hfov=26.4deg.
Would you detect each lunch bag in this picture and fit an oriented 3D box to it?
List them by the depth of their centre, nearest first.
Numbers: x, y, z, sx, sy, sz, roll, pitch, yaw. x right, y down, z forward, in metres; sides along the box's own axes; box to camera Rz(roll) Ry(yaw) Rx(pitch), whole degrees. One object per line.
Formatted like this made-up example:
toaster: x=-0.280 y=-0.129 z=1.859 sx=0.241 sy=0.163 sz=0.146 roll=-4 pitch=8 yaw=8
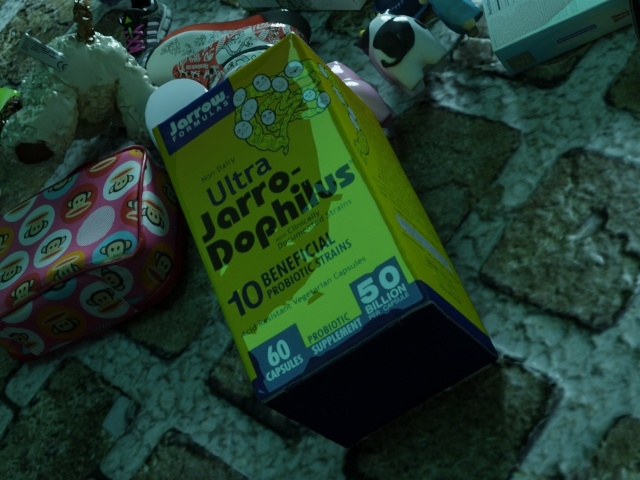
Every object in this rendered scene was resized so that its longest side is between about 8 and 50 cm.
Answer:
lunch bag: x=-0.318 y=0.003 z=1.792 sx=0.293 sy=0.120 sz=0.258 roll=-24 pitch=44 yaw=22

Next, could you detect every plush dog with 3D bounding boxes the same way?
plush dog: x=-0.344 y=-0.209 z=1.909 sx=0.262 sy=0.210 sz=0.225 roll=-13 pitch=-1 yaw=-25

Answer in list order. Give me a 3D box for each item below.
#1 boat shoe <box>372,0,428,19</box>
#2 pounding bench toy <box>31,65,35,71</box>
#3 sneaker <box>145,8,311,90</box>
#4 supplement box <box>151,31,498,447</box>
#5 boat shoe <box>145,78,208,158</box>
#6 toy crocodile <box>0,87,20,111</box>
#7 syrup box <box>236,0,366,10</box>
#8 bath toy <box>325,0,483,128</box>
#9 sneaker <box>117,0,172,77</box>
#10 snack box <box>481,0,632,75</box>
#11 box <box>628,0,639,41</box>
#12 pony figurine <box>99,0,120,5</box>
boat shoe: x=0.100 y=-0.392 z=1.817 sx=0.109 sy=0.089 sz=0.258 roll=-16 pitch=47 yaw=28
pounding bench toy: x=-0.416 y=-0.261 z=2.137 sx=0.052 sy=0.065 sz=0.083 roll=-34 pitch=41 yaw=11
sneaker: x=-0.145 y=-0.223 z=1.868 sx=0.270 sy=0.090 sz=0.145 roll=-10 pitch=48 yaw=29
supplement box: x=0.000 y=0.000 z=1.415 sx=0.194 sy=0.195 sz=0.356 roll=-33 pitch=57 yaw=12
boat shoe: x=-0.153 y=-0.103 z=1.766 sx=0.096 sy=0.088 sz=0.267 roll=-25 pitch=49 yaw=-9
toy crocodile: x=-0.596 y=-0.154 z=2.176 sx=0.341 sy=0.105 sz=0.115 roll=-26 pitch=44 yaw=26
syrup box: x=-0.031 y=-0.387 z=1.914 sx=0.237 sy=0.093 sz=0.096 roll=7 pitch=61 yaw=42
bath toy: x=0.039 y=-0.183 z=1.656 sx=0.129 sy=0.151 sz=0.348 roll=43 pitch=89 yaw=7
sneaker: x=-0.275 y=-0.310 z=2.058 sx=0.063 sy=0.075 sz=0.170 roll=-13 pitch=49 yaw=31
snack box: x=0.275 y=-0.369 z=1.647 sx=0.187 sy=0.060 sz=0.321 roll=-22 pitch=54 yaw=23
box: x=0.461 y=-0.317 z=1.417 sx=0.290 sy=0.087 sz=0.169 roll=-9 pitch=50 yaw=16
pony figurine: x=-0.287 y=-0.549 z=2.160 sx=0.363 sy=0.303 sz=0.351 roll=-51 pitch=30 yaw=14
